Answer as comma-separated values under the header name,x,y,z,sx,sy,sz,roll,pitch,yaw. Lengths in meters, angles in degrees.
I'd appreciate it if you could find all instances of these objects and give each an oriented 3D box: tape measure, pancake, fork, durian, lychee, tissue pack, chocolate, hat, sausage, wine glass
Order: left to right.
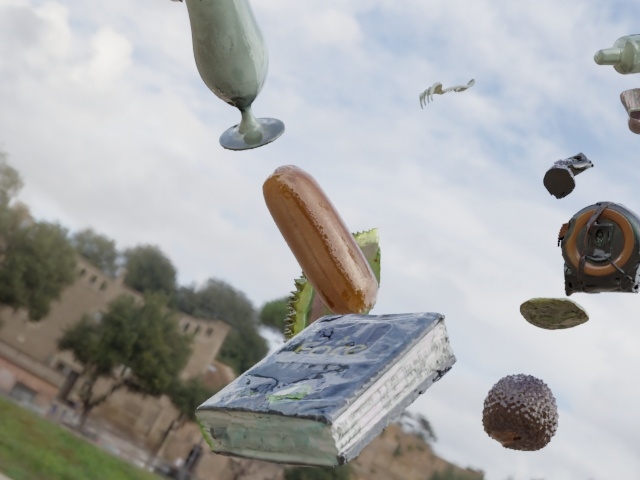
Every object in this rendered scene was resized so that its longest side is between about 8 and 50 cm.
name,x,y,z,sx,sy,sz,roll,pitch,yaw
wine glass,-0.107,-0.219,1.332,0.093,0.093,0.202,13,-50,41
sausage,0.000,0.000,1.749,0.274,0.105,0.105,59,-14,8
tissue pack,0.011,0.148,1.119,0.173,0.235,0.073,-3,-71,38
durian,0.023,0.151,2.021,0.169,0.157,0.356,6,-65,14
fork,0.207,-0.246,1.741,0.028,0.219,0.034,51,-58,6
lychee,0.475,0.401,2.553,0.188,0.188,0.188,25,-16,8
pancake,0.353,0.111,1.635,0.108,0.017,0.108,8,-26,4
chocolate,0.463,-0.124,2.034,0.072,0.070,0.147,17,20,23
tape measure,0.659,0.020,2.508,0.202,0.223,0.135,-1,-8,31
hat,0.491,-0.195,1.661,0.058,0.087,0.042,-7,-42,0

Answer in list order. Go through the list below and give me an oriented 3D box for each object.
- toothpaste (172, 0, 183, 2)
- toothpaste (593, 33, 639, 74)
name,x,y,z,sx,sy,sz,roll,pitch,yaw
toothpaste,-0.295,-0.570,2.078,0.058,0.056,0.314,28,-22,11
toothpaste,0.600,-0.304,1.727,0.392,0.061,0.099,-8,-34,-22
